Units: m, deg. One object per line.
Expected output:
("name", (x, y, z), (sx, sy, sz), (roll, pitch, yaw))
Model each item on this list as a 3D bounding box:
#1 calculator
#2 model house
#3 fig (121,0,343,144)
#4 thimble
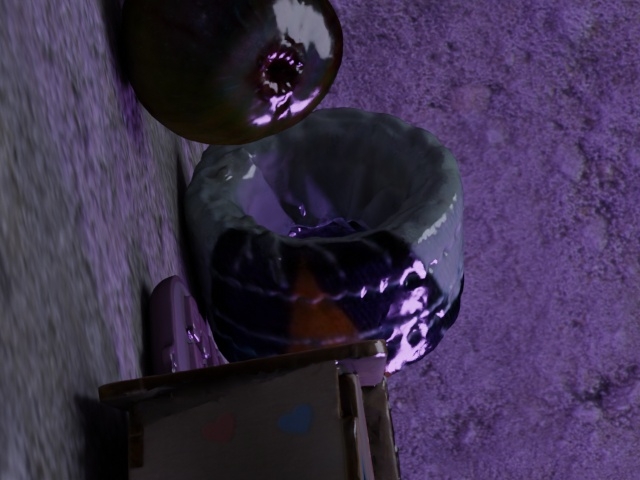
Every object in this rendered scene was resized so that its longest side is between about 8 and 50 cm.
("calculator", (-0.066, 0.152, 0.995), (0.294, 0.043, 0.194), (73, 7, -52))
("model house", (-0.001, 0.173, 0.754), (0.326, 0.169, 0.244), (78, 0, -48))
("fig", (-0.086, -0.154, 1.091), (0.245, 0.149, 0.149), (39, -34, 52))
("thimble", (0.000, 0.000, 1.279), (0.237, 0.237, 0.150), (-99, -178, -52))
